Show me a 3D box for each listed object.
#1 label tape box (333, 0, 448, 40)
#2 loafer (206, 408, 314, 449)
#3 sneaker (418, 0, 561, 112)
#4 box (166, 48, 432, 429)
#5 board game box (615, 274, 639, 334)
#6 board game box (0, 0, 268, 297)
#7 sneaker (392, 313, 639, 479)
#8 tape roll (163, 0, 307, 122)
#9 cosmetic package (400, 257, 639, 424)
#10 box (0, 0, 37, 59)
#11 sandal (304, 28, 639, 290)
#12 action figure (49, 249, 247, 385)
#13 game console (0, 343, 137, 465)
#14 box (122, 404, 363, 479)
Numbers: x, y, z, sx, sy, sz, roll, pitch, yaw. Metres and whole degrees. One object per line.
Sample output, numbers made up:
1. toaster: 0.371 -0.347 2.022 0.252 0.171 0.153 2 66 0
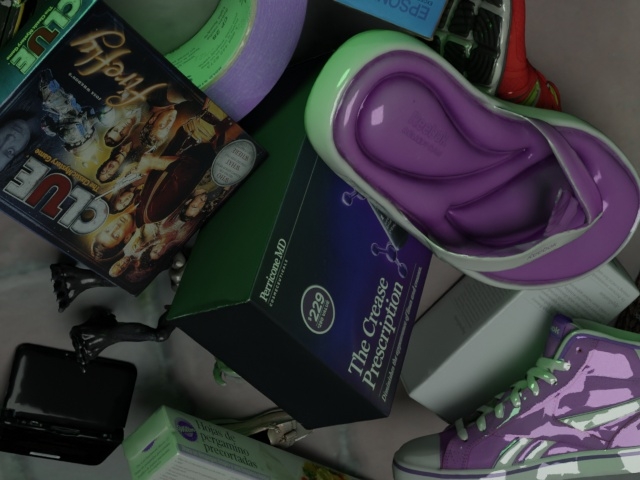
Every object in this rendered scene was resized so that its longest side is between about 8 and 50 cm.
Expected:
1. label tape box: 0.035 -0.352 1.065 0.241 0.106 0.333 18 104 -28
2. loafer: -0.064 0.202 1.455 0.125 0.039 0.045 -6 122 -14
3. sneaker: 0.164 -0.136 1.299 0.118 0.107 0.279 -24 130 -25
4. box: 0.000 0.000 1.215 0.103 0.261 0.184 -17 135 42
5. board game box: 0.439 0.065 1.411 0.141 0.232 0.291 7 119 -21
6. board game box: -0.162 -0.070 1.083 0.165 0.042 0.243 -48 143 1
7. sneaker: 0.201 0.153 1.391 0.282 0.102 0.161 -10 100 0
8. tape roll: -0.152 -0.206 1.144 0.275 0.090 0.274 -8 122 -12
9. cosmetic package: 0.193 0.082 1.436 0.231 0.085 0.117 -43 124 14
10. box: -0.395 -0.131 1.060 0.322 0.079 0.257 21 113 -5
11. sandal: 0.151 -0.040 1.199 0.416 0.102 0.169 19 103 -41
12. action figure: -0.094 0.049 1.292 0.276 0.141 0.164 -13 121 -5
13. game console: -0.253 0.162 1.389 0.122 0.071 0.107 14 146 -24
14. box: -0.053 0.249 1.436 0.324 0.063 0.067 27 117 -41
